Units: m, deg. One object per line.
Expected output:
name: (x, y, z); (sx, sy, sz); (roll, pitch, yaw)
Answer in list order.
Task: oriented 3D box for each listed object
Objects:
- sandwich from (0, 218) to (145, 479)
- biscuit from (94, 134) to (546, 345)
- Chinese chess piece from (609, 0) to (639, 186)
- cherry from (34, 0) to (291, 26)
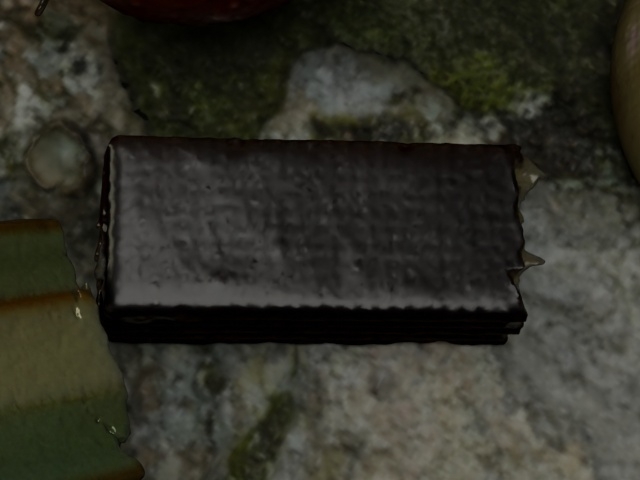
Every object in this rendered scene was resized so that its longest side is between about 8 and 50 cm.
sandwich: (-0.196, 0.076, 0.929); (0.198, 0.227, 0.155); (-20, 77, -13)
biscuit: (0.000, 0.000, 1.064); (0.252, 0.070, 0.106); (0, 73, -8)
Chinese chess piece: (0.296, -0.095, 1.122); (0.251, 0.097, 0.251); (2, 72, -7)
cherry: (-0.047, -0.216, 1.072); (0.249, 0.175, 0.192); (-4, 83, -11)
